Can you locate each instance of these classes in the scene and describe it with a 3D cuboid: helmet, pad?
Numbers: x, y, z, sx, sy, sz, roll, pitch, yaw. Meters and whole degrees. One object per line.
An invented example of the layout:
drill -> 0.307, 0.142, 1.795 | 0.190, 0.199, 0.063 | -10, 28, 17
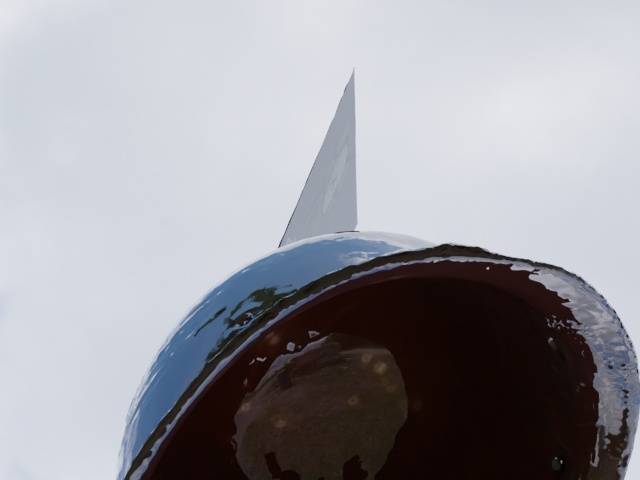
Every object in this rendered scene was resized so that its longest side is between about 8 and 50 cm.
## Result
helmet -> 0.007, 0.052, 0.450 | 0.155, 0.175, 0.106 | 17, -154, -25
pad -> 0.000, 0.000, 0.846 | 0.004, 0.190, 0.127 | 17, -114, 10
